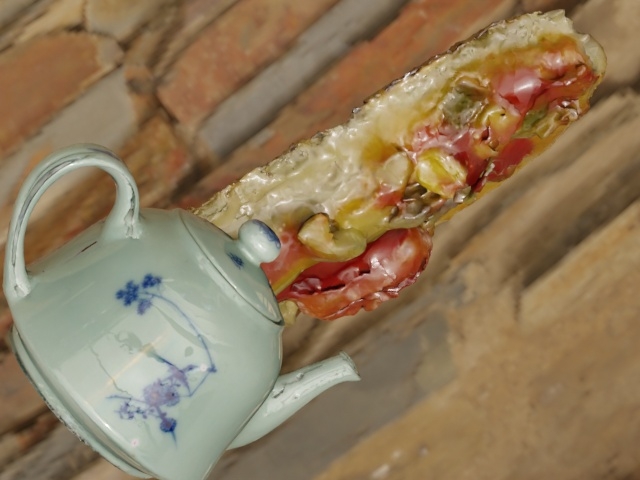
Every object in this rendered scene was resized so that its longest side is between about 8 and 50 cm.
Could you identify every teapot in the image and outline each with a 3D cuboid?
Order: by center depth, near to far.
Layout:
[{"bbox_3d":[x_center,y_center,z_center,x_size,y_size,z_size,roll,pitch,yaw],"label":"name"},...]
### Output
[{"bbox_3d":[-0.083,0.039,0.827,0.159,0.159,0.232,-41,120,7],"label":"teapot"}]

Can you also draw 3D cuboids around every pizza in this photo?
[{"bbox_3d":[0.000,0.000,1.146,0.406,0.130,0.440,-26,171,-33],"label":"pizza"}]
